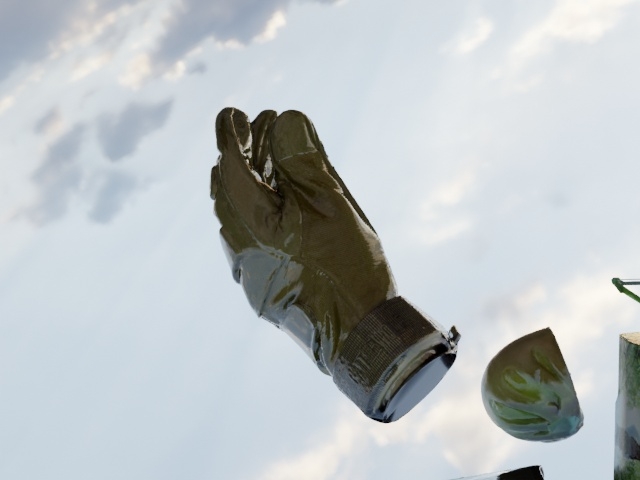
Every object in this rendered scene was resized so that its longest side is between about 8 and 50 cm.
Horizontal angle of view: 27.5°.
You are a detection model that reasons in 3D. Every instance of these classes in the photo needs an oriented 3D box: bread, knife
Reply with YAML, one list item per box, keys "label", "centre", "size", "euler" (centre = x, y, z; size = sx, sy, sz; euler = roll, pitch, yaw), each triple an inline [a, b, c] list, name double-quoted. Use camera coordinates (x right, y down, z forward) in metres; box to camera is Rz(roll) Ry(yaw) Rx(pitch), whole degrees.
- label: "bread"
  centre: [0.360, 0.272, 2.262]
  size: [0.156, 0.261, 0.158]
  euler: [-20, -128, 5]
- label: "knife"
  centre: [0.381, 0.083, 1.376]
  size: [0.078, 0.023, 0.166]
  euler: [-6, -149, -27]

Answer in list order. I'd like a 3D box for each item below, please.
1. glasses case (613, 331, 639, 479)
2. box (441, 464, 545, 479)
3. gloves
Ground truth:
- label: "glasses case"
  centre: [0.409, 0.257, 1.641]
  size: [0.062, 0.272, 0.095]
  euler: [-3, -172, -22]
- label: "box"
  centre: [0.171, 0.461, 1.862]
  size: [0.345, 0.205, 0.251]
  euler: [-10, 176, 5]
- label: "gloves"
  centre: [-0.012, 0.011, 1.178]
  size: [0.141, 0.154, 0.331]
  euler: [-35, -112, -2]
